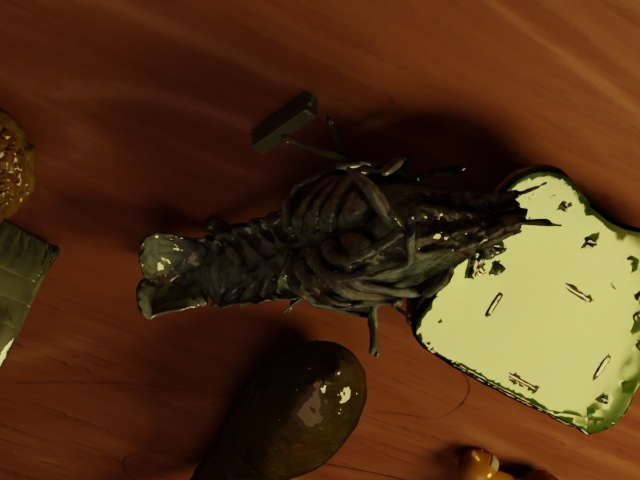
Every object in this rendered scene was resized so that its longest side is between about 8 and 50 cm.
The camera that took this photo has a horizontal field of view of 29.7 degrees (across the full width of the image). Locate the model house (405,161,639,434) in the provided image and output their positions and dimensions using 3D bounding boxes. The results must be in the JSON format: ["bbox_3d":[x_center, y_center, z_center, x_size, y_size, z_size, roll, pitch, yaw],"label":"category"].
[{"bbox_3d":[0.205,0.041,1.201,0.294,0.154,0.207,30,94,-32],"label":"model house"}]

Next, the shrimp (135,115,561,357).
[{"bbox_3d":[0.005,0.000,1.076,0.166,0.221,0.411,2,169,-43],"label":"shrimp"}]

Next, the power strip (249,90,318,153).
[{"bbox_3d":[-0.034,-0.105,1.093,0.083,0.027,0.017,-32,125,32],"label":"power strip"}]

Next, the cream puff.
[{"bbox_3d":[-0.327,-0.056,1.084,0.144,0.103,0.126,-24,135,17],"label":"cream puff"}]

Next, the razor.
[{"bbox_3d":[-0.061,0.017,1.222,0.135,0.040,0.068,33,128,-25],"label":"razor"}]

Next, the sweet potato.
[{"bbox_3d":[-0.064,0.231,1.393,0.131,0.130,0.422,20,139,-21],"label":"sweet potato"}]

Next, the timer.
[{"bbox_3d":[0.230,0.317,1.508,0.152,0.132,0.132,45,124,-9],"label":"timer"}]

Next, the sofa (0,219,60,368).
[{"bbox_3d":[-0.421,0.050,1.223,0.210,0.176,0.225,29,158,-28],"label":"sofa"}]
